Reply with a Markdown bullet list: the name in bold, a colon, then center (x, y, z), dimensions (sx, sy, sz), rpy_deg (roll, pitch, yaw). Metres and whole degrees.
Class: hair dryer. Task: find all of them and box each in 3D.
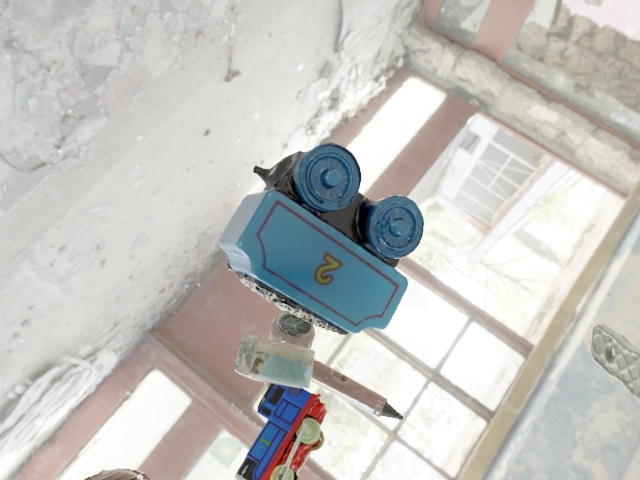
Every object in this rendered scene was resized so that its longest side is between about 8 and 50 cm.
- **hair dryer**: center (0.033, 0.302, 1.071), dimensions (0.107, 0.344, 0.189), rpy_deg (-47, 156, -51)

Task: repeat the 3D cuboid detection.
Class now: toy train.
- **toy train**: center (0.000, 0.000, 0.793), dimensions (0.265, 0.300, 0.188), rpy_deg (-61, -159, -10)
- **toy train**: center (-0.072, 0.365, 0.865), dimensions (0.204, 0.131, 0.082), rpy_deg (-55, 153, -27)

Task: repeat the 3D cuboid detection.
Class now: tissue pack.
- **tissue pack**: center (-0.065, 0.169, 0.670), dimensions (0.074, 0.094, 0.058), rpy_deg (-17, -123, 60)

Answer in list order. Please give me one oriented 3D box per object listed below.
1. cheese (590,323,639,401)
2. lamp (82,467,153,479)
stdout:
- **cheese**: center (0.271, 0.128, 0.352), dimensions (0.255, 0.050, 0.127), rpy_deg (-77, 164, -79)
- **lamp**: center (-0.242, 0.332, 0.546), dimensions (0.136, 0.136, 0.136), rpy_deg (-51, 168, -16)
